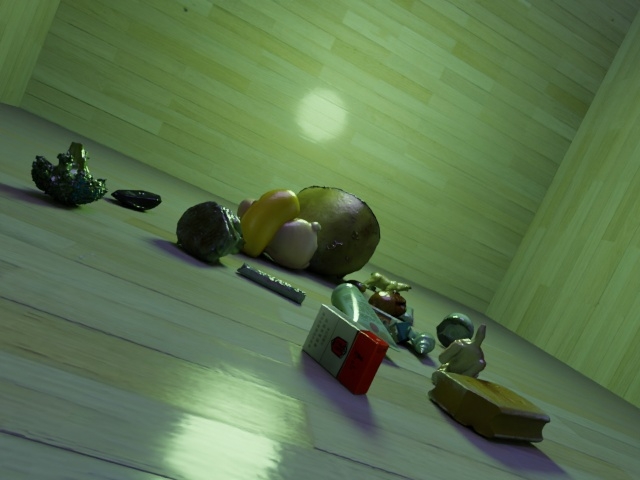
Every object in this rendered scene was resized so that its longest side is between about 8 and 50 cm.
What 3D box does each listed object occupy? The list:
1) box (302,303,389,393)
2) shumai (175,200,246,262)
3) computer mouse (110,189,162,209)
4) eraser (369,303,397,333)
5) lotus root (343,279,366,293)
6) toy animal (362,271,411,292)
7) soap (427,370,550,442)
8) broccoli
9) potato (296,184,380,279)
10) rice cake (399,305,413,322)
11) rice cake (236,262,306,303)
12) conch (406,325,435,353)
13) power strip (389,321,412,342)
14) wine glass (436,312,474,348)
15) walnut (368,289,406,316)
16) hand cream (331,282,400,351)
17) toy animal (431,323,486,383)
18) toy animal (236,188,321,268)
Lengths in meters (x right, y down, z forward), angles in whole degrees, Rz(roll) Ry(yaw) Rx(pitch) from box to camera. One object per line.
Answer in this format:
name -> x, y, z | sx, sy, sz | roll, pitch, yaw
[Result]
box -> 0.043, 0.198, 0.782 | 0.048, 0.100, 0.152 | 17, 9, -44
shumai -> -0.310, -0.015, 1.205 | 0.184, 0.184, 0.142 | 27, -19, 21
computer mouse -> -0.611, -0.133, 1.397 | 0.099, 0.057, 0.172 | 30, 18, 34
eraser -> 0.175, 0.241, 1.313 | 0.122, 0.052, 0.029 | 27, 7, 18
lotus root -> 0.144, 0.191, 1.760 | 0.099, 0.049, 0.054 | 20, 4, 21
toy animal -> 0.325, 0.221, 2.044 | 0.218, 0.101, 0.103 | 26, 3, 14
soap -> 0.355, 0.350, 0.885 | 0.232, 0.073, 0.140 | 21, 1, -31
broccoli -> -0.625, -0.167, 1.064 | 0.167, 0.160, 0.154 | 12, -18, -22
potato -> 0.000, 0.000, 1.827 | 0.442, 0.319, 0.385 | 18, -40, 30
rice cake -> 0.343, 0.291, 1.714 | 0.080, 0.042, 0.222 | 25, 3, 13
rice cake -> -0.137, 0.118, 1.172 | 0.207, 0.033, 0.033 | 25, 3, 6
conch -> 0.289, 0.296, 1.227 | 0.088, 0.065, 0.180 | 17, 8, 11
power strip -> 0.245, 0.276, 1.265 | 0.123, 0.032, 0.056 | 18, 47, -59
wine glass -> 0.511, 0.336, 1.579 | 0.126, 0.126, 0.241 | 27, 7, 23
walnut -> 0.238, 0.226, 1.467 | 0.115, 0.116, 0.207 | 28, 4, 33
hand cream -> 0.106, 0.203, 1.142 | 0.147, 0.093, 0.306 | 29, 5, -17
toy animal -> 0.374, 0.285, 1.055 | 0.104, 0.184, 0.185 | 36, 10, 31
toy animal -> -0.180, -0.054, 1.608 | 0.345, 0.278, 0.247 | 19, -7, -30
